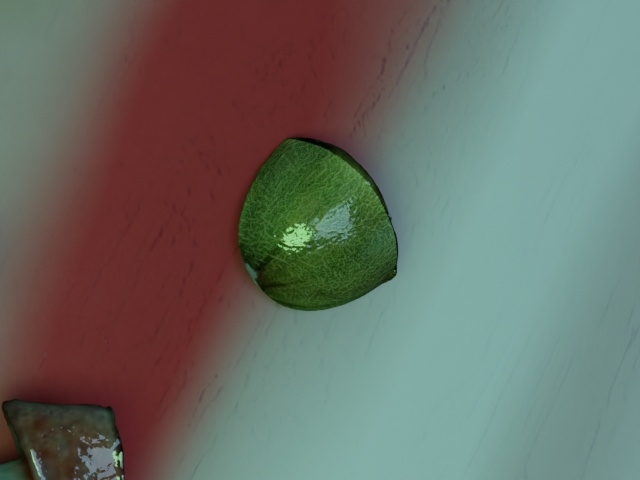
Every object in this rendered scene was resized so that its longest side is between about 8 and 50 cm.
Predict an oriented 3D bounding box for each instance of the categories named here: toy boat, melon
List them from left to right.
[{"bbox_3d":[-0.289,0.230,1.203,0.282,0.096,0.206,-9,112,-22],"label":"toy boat"},{"bbox_3d":[0.000,0.000,1.362,0.128,0.079,0.160,-39,112,-26],"label":"melon"}]
